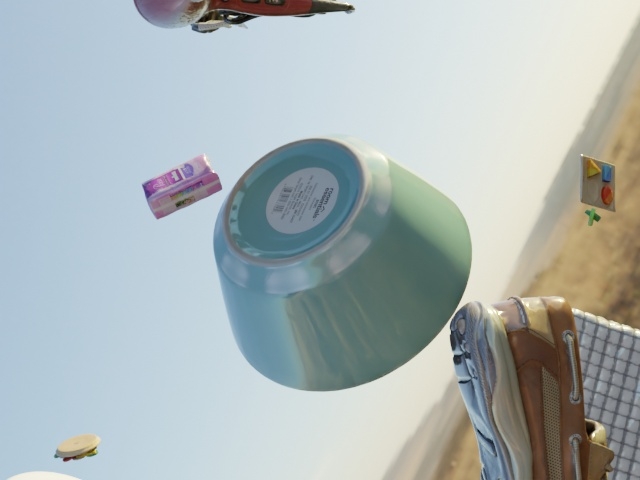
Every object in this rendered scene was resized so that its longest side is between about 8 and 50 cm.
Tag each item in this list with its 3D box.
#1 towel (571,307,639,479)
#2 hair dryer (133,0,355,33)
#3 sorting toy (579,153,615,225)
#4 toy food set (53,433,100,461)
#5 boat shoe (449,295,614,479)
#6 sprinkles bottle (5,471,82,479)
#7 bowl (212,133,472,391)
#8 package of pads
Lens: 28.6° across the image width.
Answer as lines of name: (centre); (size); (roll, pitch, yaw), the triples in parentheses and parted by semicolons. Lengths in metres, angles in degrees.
towel: (0.352, 0.247, 1.594); (0.121, 0.235, 0.284); (114, 172, -74)
hair dryer: (-0.101, -0.286, 1.421); (0.293, 0.223, 0.080); (-21, -74, -68)
sorting toy: (0.317, -0.053, 1.422); (0.012, 0.062, 0.083); (-17, 64, 51)
toy food set: (-0.423, 0.362, 2.185); (0.082, 0.083, 0.020); (-108, 5, -76)
boat shoe: (0.204, 0.200, 1.107); (0.123, 0.116, 0.325); (-130, 26, -71)
sprinkles bottle: (-0.277, 0.374, 1.081); (0.355, 0.121, 0.121); (-66, -9, 19)
bowl: (0.000, 0.000, 1.434); (0.312, 0.311, 0.163); (-60, -39, -21)
package of pads: (-0.153, -0.060, 1.380); (0.083, 0.050, 0.032); (-26, -56, -5)
